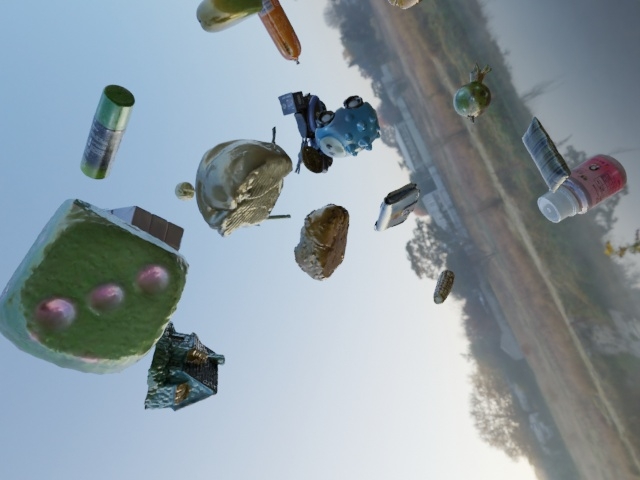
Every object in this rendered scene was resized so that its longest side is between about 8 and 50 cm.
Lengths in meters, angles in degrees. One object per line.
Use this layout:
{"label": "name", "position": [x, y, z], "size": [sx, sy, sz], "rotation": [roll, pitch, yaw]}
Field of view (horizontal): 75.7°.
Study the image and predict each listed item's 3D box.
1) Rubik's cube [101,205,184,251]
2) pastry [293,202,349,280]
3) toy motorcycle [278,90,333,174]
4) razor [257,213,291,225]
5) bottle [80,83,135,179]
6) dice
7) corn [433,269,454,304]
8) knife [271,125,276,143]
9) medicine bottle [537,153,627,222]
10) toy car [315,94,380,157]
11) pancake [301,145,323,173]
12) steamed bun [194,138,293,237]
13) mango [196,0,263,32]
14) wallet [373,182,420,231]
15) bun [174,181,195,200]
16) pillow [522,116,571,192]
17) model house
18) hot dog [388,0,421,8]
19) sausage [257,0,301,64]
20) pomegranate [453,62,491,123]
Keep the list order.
{"label": "Rubik's cube", "position": [-0.668, 0.024, 1.475], "size": [0.224, 0.230, 0.222], "rotation": [34, -122, -56]}
{"label": "pastry", "position": [0.000, 0.000, 1.628], "size": [0.255, 0.161, 0.311], "rotation": [-20, -53, -54]}
{"label": "toy motorcycle", "position": [-0.050, -0.450, 1.756], "size": [0.212, 0.125, 0.359], "rotation": [-31, -68, -43]}
{"label": "razor", "position": [-0.242, -0.110, 2.030], "size": [0.231, 0.106, 0.068], "rotation": [-6, -81, -41]}
{"label": "bottle", "position": [-0.657, -0.323, 1.264], "size": [0.093, 0.330, 0.093], "rotation": [23, -135, -25]}
{"label": "dice", "position": [-0.541, 0.108, 1.000], "size": [0.322, 0.331, 0.318], "rotation": [36, 169, -32]}
{"label": "corn", "position": [0.560, 0.212, 1.876], "size": [0.080, 0.079, 0.237], "rotation": [60, -145, -9]}
{"label": "knife", "position": [-0.231, -0.426, 1.947], "size": [0.021, 0.045, 0.222], "rotation": [-7, -75, -57]}
{"label": "medicine bottle", "position": [0.853, -0.166, 1.353], "size": [0.147, 0.247, 0.147], "rotation": [58, -179, -1]}
{"label": "toy car", "position": [0.111, -0.406, 1.556], "size": [0.190, 0.255, 0.189], "rotation": [65, -178, 35]}
{"label": "pancake", "position": [-0.028, -0.295, 1.506], "size": [0.114, 0.011, 0.115], "rotation": [17, -115, -41]}
{"label": "steamed bun", "position": [-0.259, -0.195, 1.300], "size": [0.219, 0.310, 0.324], "rotation": [38, -142, 11]}
{"label": "mango", "position": [-0.258, -0.658, 1.175], "size": [0.130, 0.194, 0.092], "rotation": [-134, 26, -72]}
{"label": "wallet", "position": [0.295, -0.127, 1.610], "size": [0.069, 0.170, 0.231], "rotation": [61, 165, 22]}
{"label": "bun", "position": [-0.579, -0.211, 1.761], "size": [0.086, 0.086, 0.054], "rotation": [57, 161, -16]}
{"label": "pillow", "position": [0.648, -0.247, 1.190], "size": [0.113, 0.038, 0.204], "rotation": [72, -179, -70]}
{"label": "model house", "position": [-0.428, 0.406, 1.345], "size": [0.240, 0.226, 0.261], "rotation": [10, -165, -17]}
{"label": "hot dog", "position": [0.162, -0.398, 0.600], "size": [0.060, 0.140, 0.090], "rotation": [37, -169, -21]}
{"label": "sausage", "position": [-0.156, -0.783, 1.497], "size": [0.312, 0.092, 0.093], "rotation": [55, -158, -34]}
{"label": "pomegranate", "position": [0.647, -0.612, 1.708], "size": [0.156, 0.220, 0.156], "rotation": [30, -171, -6]}
